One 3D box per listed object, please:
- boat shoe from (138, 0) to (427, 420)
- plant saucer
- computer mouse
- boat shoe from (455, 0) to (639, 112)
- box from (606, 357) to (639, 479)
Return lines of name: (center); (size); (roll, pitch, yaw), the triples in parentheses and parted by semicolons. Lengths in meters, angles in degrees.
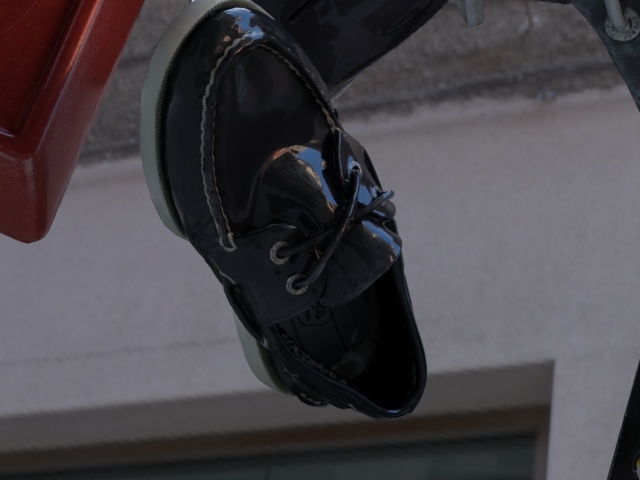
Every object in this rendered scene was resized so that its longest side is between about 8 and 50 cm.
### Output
boat shoe: (-0.003, 0.003, 0.825); (0.113, 0.127, 0.340); (29, -30, 30)
plant saucer: (-0.220, -0.165, 0.799); (0.259, 0.258, 0.048); (26, -23, -17)
computer mouse: (0.010, -0.175, 0.902); (0.188, 0.072, 0.272); (43, -70, -6)
boat shoe: (0.085, -0.119, 0.473); (0.105, 0.113, 0.306); (-30, -60, 21)
box: (0.314, 0.088, 0.819); (0.257, 0.079, 0.322); (26, -40, 23)
